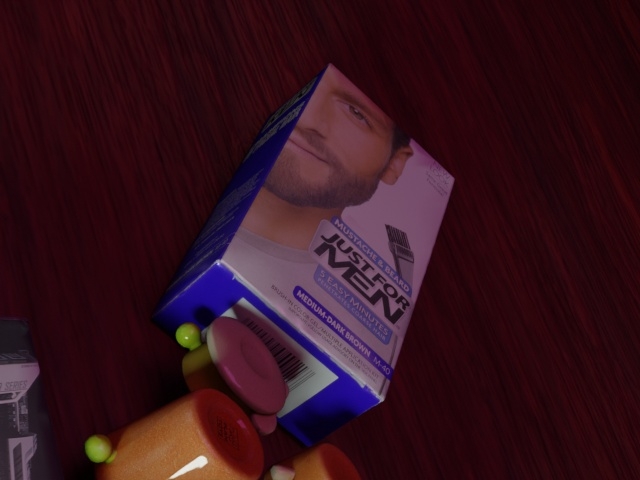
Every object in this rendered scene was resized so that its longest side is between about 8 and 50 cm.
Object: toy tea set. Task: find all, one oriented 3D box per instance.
[{"bbox_3d":[-0.039,0.226,0.856,0.336,0.124,0.200,53,19,-3],"label":"toy tea set"}]

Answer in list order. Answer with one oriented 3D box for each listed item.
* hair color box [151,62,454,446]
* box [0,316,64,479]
[{"bbox_3d":[0.000,0.000,1.070,0.185,0.110,0.339,41,36,-14],"label":"hair color box"},{"bbox_3d":[-0.257,0.190,0.653,0.242,0.076,0.307,7,55,-44],"label":"box"}]
